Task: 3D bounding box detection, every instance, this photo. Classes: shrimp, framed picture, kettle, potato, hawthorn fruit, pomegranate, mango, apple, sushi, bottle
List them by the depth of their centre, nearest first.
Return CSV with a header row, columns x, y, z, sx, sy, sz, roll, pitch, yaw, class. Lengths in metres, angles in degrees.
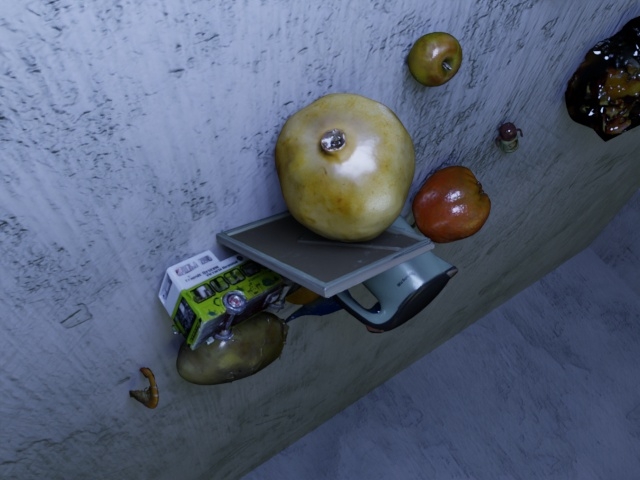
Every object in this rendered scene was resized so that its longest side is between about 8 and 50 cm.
x,y,z,sx,sy,sz,roll,pitch,yaw,class
0.036,-0.113,0.960,0.233,0.233,0.233,-30,156,-15,pomegranate
0.184,-0.294,1.001,0.089,0.074,0.090,-30,153,-17,apple
0.000,0.000,1.047,0.231,0.314,0.024,-21,116,-33,framed picture
0.126,0.056,1.334,0.240,0.255,0.165,-41,159,3,kettle
-0.388,0.321,1.355,0.025,0.091,0.127,-9,179,-45,shrimp
-0.047,0.086,1.371,0.115,0.089,0.165,-28,153,1,mango
-0.182,0.241,1.397,0.296,0.141,0.192,-12,149,-49,potato
0.306,-0.078,1.456,0.189,0.189,0.189,-30,156,-15,hawthorn fruit
0.702,-0.370,1.470,0.212,0.216,0.227,-24,174,-18,sushi
0.454,-0.250,1.499,0.063,0.047,0.101,-47,155,0,bottle

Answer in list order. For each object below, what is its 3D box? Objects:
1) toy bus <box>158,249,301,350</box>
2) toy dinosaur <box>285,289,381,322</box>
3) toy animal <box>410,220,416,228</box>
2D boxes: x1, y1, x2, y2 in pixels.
x,y,z,sx,sy,sz,roll,pitch,yaw,class
-0.145,0.078,1.159,0.301,0.139,0.113,-26,156,-43,toy bus
0.025,0.173,1.504,0.248,0.188,0.075,-45,148,22,toy dinosaur
0.146,0.008,1.529,0.241,0.057,0.099,-34,156,-7,toy animal
